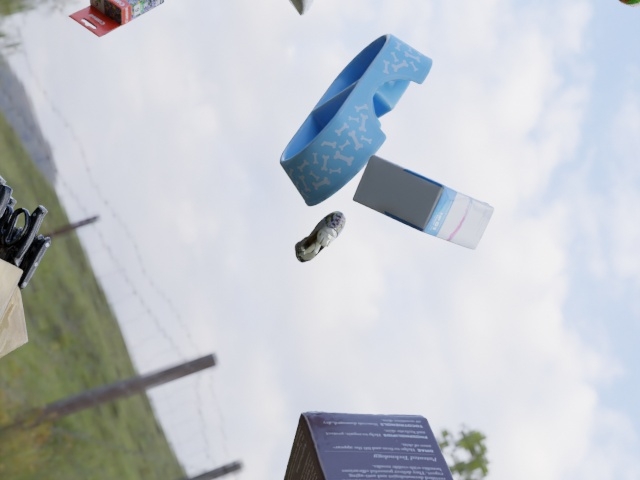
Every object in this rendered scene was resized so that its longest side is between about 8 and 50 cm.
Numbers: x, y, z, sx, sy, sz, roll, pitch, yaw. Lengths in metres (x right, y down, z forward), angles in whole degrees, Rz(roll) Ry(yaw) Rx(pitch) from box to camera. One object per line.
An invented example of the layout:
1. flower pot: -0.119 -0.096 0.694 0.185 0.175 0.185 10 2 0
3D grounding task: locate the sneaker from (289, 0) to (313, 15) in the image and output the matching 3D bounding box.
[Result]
1. sneaker: -0.007 -0.435 1.879 0.080 0.094 0.212 57 -17 17

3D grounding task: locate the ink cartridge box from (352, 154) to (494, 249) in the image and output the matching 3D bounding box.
1. ink cartridge box: 0.103 -0.036 1.171 0.088 0.122 0.052 26 -83 32

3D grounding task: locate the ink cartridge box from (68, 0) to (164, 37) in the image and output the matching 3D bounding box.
1. ink cartridge box: -0.263 -0.309 1.535 0.063 0.115 0.029 35 -38 22

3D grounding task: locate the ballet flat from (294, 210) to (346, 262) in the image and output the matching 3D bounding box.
1. ballet flat: 0.000 0.000 1.798 0.114 0.041 0.041 -41 -114 39

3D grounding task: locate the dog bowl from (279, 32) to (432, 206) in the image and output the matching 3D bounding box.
1. dog bowl: 0.045 -0.177 1.667 0.074 0.297 0.166 43 -34 -15

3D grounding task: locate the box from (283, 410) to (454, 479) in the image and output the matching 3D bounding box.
1. box: 0.057 0.329 1.407 0.203 0.167 0.168 -113 -147 -56

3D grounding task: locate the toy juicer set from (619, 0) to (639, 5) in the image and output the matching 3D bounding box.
1. toy juicer set: 0.417 -0.419 1.426 0.209 0.089 0.329 92 12 -58

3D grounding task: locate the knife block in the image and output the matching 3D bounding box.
1. knife block: -0.469 0.046 1.530 0.088 0.275 0.242 15 -58 33
